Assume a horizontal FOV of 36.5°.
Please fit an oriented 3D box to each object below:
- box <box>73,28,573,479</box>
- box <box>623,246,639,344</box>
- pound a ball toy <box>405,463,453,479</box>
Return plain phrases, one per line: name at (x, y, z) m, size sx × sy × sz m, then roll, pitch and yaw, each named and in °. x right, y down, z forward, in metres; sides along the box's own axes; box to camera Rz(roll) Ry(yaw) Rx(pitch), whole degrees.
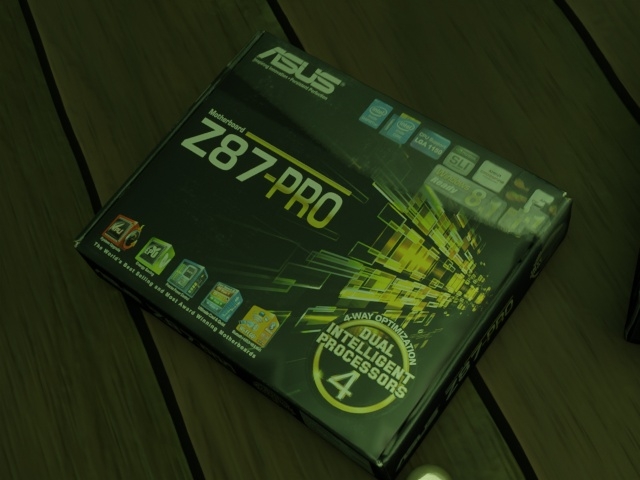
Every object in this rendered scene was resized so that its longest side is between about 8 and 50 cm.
box at (0.000, 0.000, 0.981) m, size 0.395 × 0.097 × 0.318 m, roll 33°, pitch 73°, yaw 22°
box at (0.467, -0.041, 0.845) m, size 0.343 × 0.179 × 0.312 m, roll 11°, pitch 75°, yaw 17°
pound a ball toy at (0.108, 0.356, 0.779) m, size 0.208 × 0.136 × 0.319 m, roll -37°, pitch 66°, yaw -7°
